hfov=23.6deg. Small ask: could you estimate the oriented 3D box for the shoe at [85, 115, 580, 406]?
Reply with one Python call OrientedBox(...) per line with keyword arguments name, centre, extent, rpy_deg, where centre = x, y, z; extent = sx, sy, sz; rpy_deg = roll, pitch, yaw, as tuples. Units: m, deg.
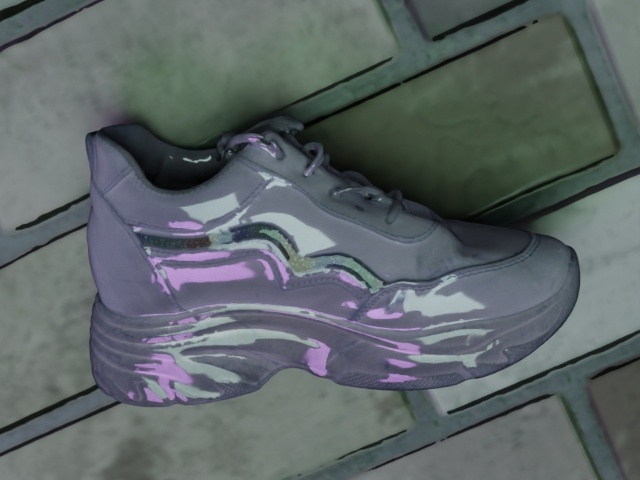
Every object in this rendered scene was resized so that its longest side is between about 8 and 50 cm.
OrientedBox(name="shoe", centre=(0.000, 0.000, 0.739), extent=(0.245, 0.095, 0.138), rpy_deg=(-5, 118, 6))
